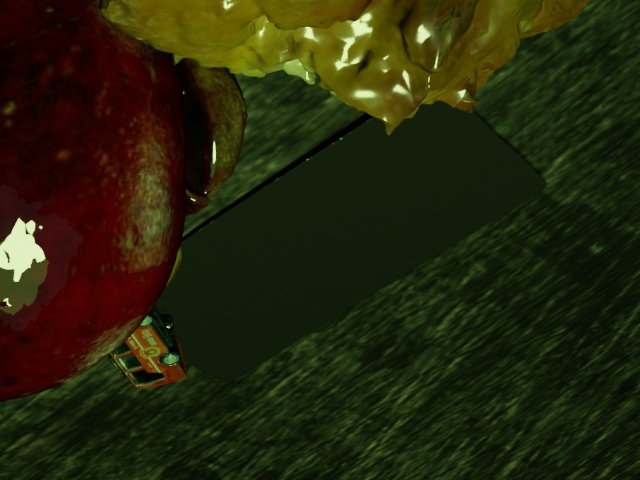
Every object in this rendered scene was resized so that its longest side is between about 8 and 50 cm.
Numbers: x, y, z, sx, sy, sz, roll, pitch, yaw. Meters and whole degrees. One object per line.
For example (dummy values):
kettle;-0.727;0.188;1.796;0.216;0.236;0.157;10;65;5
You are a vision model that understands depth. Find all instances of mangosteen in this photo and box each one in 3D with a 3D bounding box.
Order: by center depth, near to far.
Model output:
mangosteen;-0.135;-0.042;0.720;0.257;0.215;0.215;-18;153;-50

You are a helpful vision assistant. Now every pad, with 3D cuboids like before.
pad;0.000;0.000;1.008;0.265;0.009;0.159;-33;144;16

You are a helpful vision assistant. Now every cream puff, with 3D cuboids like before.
cream puff;0.020;-0.154;0.649;0.269;0.155;0.241;-40;133;-29

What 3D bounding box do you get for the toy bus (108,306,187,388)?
toy bus;-0.117;0.054;0.987;0.043;0.031;0.110;-20;144;4
